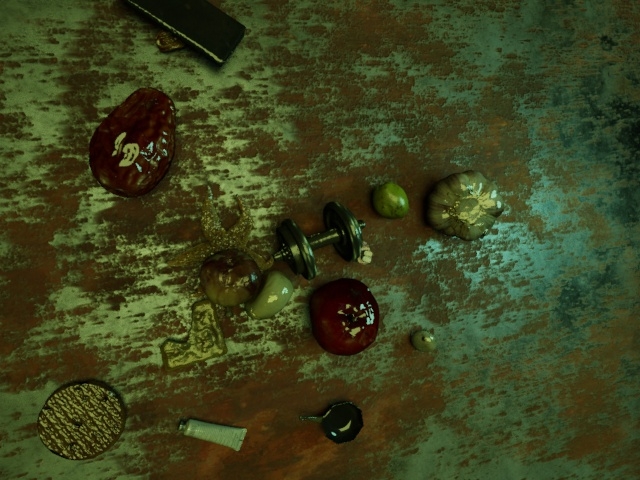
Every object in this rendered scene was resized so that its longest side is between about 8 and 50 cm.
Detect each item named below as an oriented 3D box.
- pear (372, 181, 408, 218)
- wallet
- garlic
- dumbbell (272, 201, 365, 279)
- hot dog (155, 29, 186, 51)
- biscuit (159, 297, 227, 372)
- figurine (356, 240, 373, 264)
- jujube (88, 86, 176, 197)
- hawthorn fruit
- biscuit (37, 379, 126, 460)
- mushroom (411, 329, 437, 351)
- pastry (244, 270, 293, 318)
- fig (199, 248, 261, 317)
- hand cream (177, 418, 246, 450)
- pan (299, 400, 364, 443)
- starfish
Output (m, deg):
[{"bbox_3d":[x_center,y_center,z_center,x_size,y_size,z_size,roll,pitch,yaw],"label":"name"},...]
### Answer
[{"bbox_3d":[0.220,-0.123,1.305,0.107,0.107,0.131,-35,111,-14],"label":"pear"},{"bbox_3d":[-0.378,-0.621,1.131,0.321,0.044,0.170,29,63,-15],"label":"wallet"},{"bbox_3d":[0.464,-0.116,1.359,0.245,0.160,0.244,-1,106,-2],"label":"garlic"},{"bbox_3d":[0.000,0.000,1.194,0.290,0.192,0.191,-22,97,-16],"label":"dumbbell"},{"bbox_3d":[-0.412,-0.554,1.140,0.083,0.035,0.058,-24,101,-15],"label":"hot dog"},{"bbox_3d":[-0.367,0.270,1.164,0.184,0.039,0.173,-18,97,-17],"label":"biscuit"},{"bbox_3d":[0.127,0.036,1.269,0.054,0.129,0.072,14,91,-4],"label":"figurine"},{"bbox_3d":[-0.466,-0.250,1.049,0.198,0.197,0.289,20,70,-16],"label":"jujube"},{"bbox_3d":[0.070,0.224,1.188,0.211,0.266,0.229,2,87,1],"label":"hawthorn fruit"},{"bbox_3d":[-0.625,0.473,1.089,0.213,0.036,0.211,-1,92,-18],"label":"biscuit"},{"bbox_3d":[0.347,0.326,1.375,0.085,0.085,0.079,44,44,-13],"label":"mushroom"},{"bbox_3d":[-0.147,0.158,1.171,0.092,0.156,0.156,38,80,-15],"label":"pastry"},{"bbox_3d":[-0.252,0.137,1.110,0.161,0.143,0.230,19,109,-3],"label":"fig"},{"bbox_3d":[-0.312,0.553,1.188,0.195,0.042,0.067,25,76,-21],"label":"hand cream"},{"bbox_3d":[0.038,0.543,1.288,0.202,0.048,0.128,40,78,-15],"label":"pan"},{"bbox_3d":[-0.291,0.020,1.174,0.302,0.060,0.299,-43,105,-11],"label":"starfish"}]
